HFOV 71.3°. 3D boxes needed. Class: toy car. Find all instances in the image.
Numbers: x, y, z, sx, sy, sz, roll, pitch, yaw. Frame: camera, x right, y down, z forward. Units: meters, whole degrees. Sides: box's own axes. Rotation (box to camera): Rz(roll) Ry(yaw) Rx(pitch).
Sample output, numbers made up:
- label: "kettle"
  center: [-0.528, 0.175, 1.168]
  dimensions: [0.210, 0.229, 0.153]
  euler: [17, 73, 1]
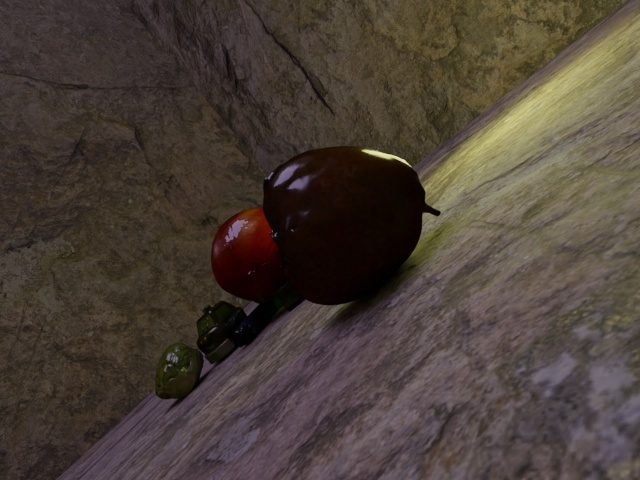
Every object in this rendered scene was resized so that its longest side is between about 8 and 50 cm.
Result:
- label: "toy car"
  center: [-0.399, 0.344, 1.768]
  dimensions: [0.204, 0.198, 0.248]
  euler: [-37, 5, 27]

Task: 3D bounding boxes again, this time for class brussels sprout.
- label: "brussels sprout"
  center: [-0.528, 0.484, 1.640]
  dimensions: [0.223, 0.161, 0.223]
  euler: [-48, 14, 16]

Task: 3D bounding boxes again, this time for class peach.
- label: "peach"
  center: [-0.239, 0.054, 1.700]
  dimensions: [0.370, 0.370, 0.370]
  euler: [-40, 2, 2]

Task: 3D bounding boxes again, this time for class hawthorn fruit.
- label: "hawthorn fruit"
  center: [0.049, -0.040, 0.871]
  dimensions: [0.324, 0.309, 0.308]
  euler: [-32, 4, 14]

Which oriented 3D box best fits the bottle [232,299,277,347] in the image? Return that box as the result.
- label: "bottle"
  center: [-0.238, 0.296, 1.629]
  dimensions: [0.244, 0.072, 0.082]
  euler: [-46, -21, -60]

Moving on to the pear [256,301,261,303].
- label: "pear"
  center: [-0.245, 0.162, 2.070]
  dimensions: [0.280, 0.281, 0.281]
  euler: [-40, 2, 2]

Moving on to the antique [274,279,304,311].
- label: "antique"
  center: [-0.082, 0.165, 1.575]
  dimensions: [0.080, 0.081, 0.221]
  euler: [-38, 2, 14]

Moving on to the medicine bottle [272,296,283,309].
- label: "medicine bottle"
  center: [-0.097, 0.176, 1.780]
  dimensions: [0.260, 0.064, 0.095]
  euler: [-44, -11, -11]
